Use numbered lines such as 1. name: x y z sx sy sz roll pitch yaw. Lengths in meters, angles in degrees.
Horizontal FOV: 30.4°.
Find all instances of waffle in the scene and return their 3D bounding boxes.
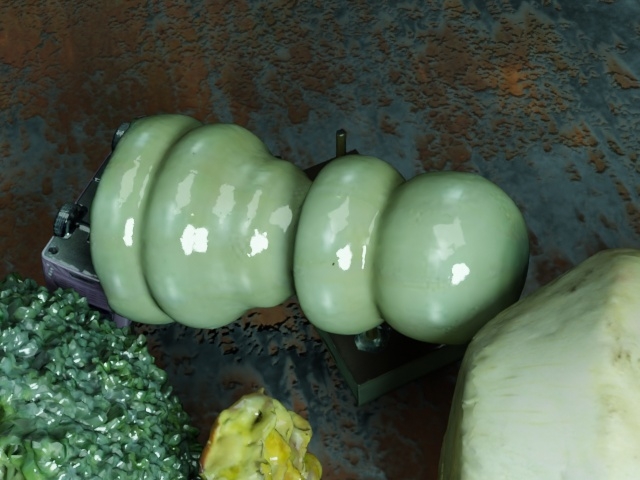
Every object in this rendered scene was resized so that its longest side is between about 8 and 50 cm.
1. waffle: -0.049 0.248 0.827 0.065 0.309 0.283 -6 86 13

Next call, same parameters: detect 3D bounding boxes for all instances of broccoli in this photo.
1. broccoli: -0.219 0.195 0.887 0.338 0.277 0.318 22 79 27

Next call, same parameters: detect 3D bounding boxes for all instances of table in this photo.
1. table: 0.033 0.010 1.087 0.121 0.111 0.240 -24 58 -12

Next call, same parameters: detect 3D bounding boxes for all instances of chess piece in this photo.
1. chess piece: 0.000 0.000 0.938 0.330 0.182 0.182 8 55 25

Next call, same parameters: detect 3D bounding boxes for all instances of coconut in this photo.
1. coconut: 0.252 0.174 0.831 0.352 0.353 0.353 -1 55 2

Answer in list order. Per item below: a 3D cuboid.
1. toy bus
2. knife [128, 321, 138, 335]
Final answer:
1. toy bus: -0.175 -0.018 1.102 0.096 0.108 0.199 21 52 7
2. knife: -0.193 0.061 1.116 0.045 0.021 0.222 -25 54 -15
